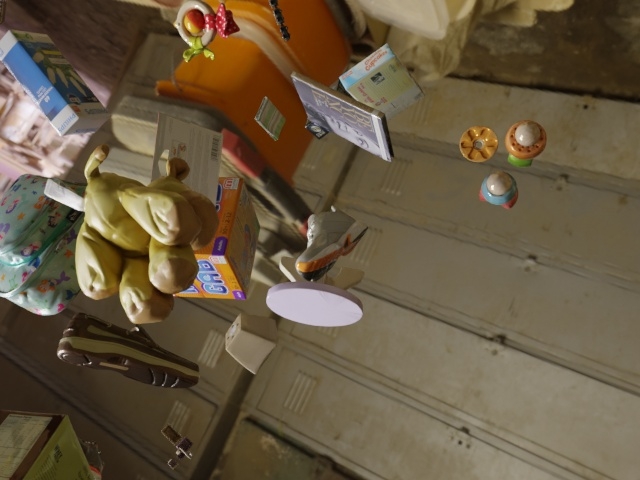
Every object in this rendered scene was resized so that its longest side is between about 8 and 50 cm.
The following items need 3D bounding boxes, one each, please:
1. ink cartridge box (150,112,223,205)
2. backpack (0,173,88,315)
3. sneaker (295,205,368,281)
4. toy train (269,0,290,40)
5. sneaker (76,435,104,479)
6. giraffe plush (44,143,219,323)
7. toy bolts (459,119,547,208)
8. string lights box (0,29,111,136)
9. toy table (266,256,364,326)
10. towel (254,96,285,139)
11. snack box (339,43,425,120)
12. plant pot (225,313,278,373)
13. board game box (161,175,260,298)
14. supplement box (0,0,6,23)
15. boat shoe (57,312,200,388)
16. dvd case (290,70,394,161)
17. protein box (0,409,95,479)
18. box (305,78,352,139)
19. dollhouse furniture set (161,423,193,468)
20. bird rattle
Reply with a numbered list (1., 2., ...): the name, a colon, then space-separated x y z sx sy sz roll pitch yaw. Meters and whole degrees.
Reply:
1. ink cartridge box: -0.393 -0.197 1.705 0.060 0.275 0.239 2 174 39
2. backpack: -0.513 0.005 1.127 0.225 0.253 0.191 12 162 41
3. sneaker: 0.000 0.000 1.376 0.121 0.099 0.262 40 -146 11
4. toy train: -0.125 -0.672 1.794 0.036 0.027 0.158 -72 -39 -87
5. sneaker: -0.499 0.442 1.255 0.061 0.065 0.158 -4 124 11
6. giraffe plush: -0.203 -0.020 0.746 0.210 0.181 0.170 42 -158 13
7. toy bolts: 0.456 -0.209 1.553 0.218 0.228 0.158 14 176 17
8. string lights box: -0.651 -0.381 1.465 0.259 0.077 0.133 52 -160 -2
9. toy table: -0.008 0.133 1.749 0.274 0.161 0.252 18 138 -11
10. towel: -0.197 -0.492 2.427 0.023 0.113 0.152 8 159 36
11. snack box: 0.215 -0.516 2.023 0.322 0.187 0.060 23 -141 -61
12. plant pot: -0.177 0.245 1.494 0.096 0.109 0.109 29 -163 -21
13. board game box: -0.471 -0.008 2.396 0.356 0.356 0.356 2 148 9
14. supplement box: -0.872 -0.637 1.439 0.239 0.073 0.130 40 135 -2
15. boat shoe: -0.332 0.194 1.089 0.257 0.095 0.095 25 141 -30
16. dvd case: 0.048 -0.251 1.230 0.221 0.018 0.164 31 168 23
17. protein box: -0.523 0.441 1.046 0.136 0.201 0.200 1 122 11
18. box: 0.032 -0.482 2.201 0.147 0.180 0.077 -28 125 37
19. dollhouse furniture set: -0.427 0.605 1.753 0.114 0.091 0.081 53 157 -20
20. bird rattle: -0.429 -0.769 2.160 0.207 0.143 0.253 48 131 -1
